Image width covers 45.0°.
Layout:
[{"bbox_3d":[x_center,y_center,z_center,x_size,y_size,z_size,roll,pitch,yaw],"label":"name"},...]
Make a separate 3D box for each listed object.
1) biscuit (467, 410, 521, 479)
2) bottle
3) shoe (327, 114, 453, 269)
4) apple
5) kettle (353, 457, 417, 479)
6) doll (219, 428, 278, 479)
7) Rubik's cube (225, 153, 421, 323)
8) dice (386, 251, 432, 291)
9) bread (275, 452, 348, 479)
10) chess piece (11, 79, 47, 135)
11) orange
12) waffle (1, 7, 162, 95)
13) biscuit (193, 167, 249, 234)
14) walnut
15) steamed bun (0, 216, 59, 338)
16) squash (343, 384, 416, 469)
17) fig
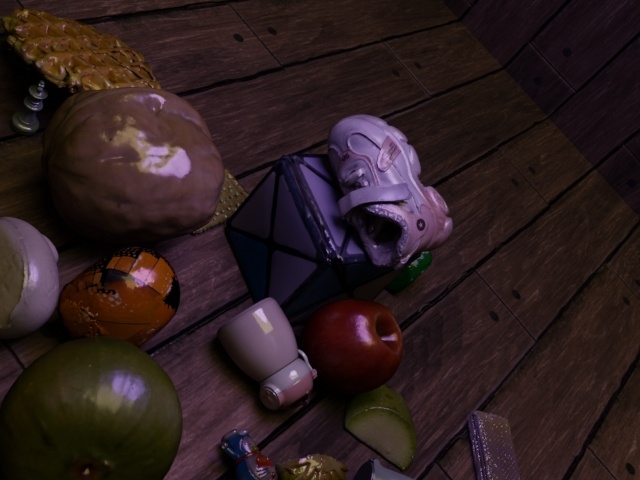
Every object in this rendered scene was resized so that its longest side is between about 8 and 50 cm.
[{"bbox_3d":[0.423,0.536,1.884,0.108,0.062,0.239,19,45,-23],"label":"biscuit"},{"bbox_3d":[-0.103,0.254,1.646,0.147,0.147,0.236,-27,83,-48],"label":"bottle"},{"bbox_3d":[0.123,-0.105,1.641,0.351,0.172,0.198,50,42,4],"label":"shoe"},{"bbox_3d":[0.071,0.236,1.737,0.218,0.201,0.218,33,44,-39],"label":"apple"},{"bbox_3d":[0.141,0.546,1.637,0.148,0.127,0.098,27,11,-15],"label":"kettle"},{"bbox_3d":[-0.137,0.439,1.500,0.114,0.085,0.152,19,32,-52],"label":"doll"},{"bbox_3d":[0.000,0.000,1.822,0.305,0.307,0.310,-5,60,-44],"label":"Rubik's cube"},{"bbox_3d":[0.216,0.054,2.085,0.131,0.120,0.128,48,41,8],"label":"dice"},{"bbox_3d":[-0.018,0.484,1.567,0.157,0.083,0.094,28,55,-19],"label":"bread"},{"bbox_3d":[-0.625,-0.296,1.684,0.059,0.149,0.059,23,43,-24],"label":"chess piece"},{"bbox_3d":[-0.378,0.115,1.472,0.234,0.234,0.182,-16,67,-45],"label":"orange"},{"bbox_3d":[-0.547,-0.419,1.808,0.382,0.095,0.379,15,28,-38],"label":"waffle"},{"bbox_3d":[-0.269,-0.097,1.902,0.139,0.016,0.231,50,41,9],"label":"biscuit"},{"bbox_3d":[-0.393,-0.151,1.621,0.381,0.381,0.381,22,45,-23],"label":"walnut"},{"bbox_3d":[-0.556,0.069,1.415,0.131,0.177,0.228,26,35,-60],"label":"steamed bun"},{"bbox_3d":[0.165,0.396,1.776,0.192,0.085,0.184,37,41,-9],"label":"squash"},{"bbox_3d":[-0.378,0.296,1.295,0.316,0.316,0.316,22,45,-23],"label":"fig"}]
